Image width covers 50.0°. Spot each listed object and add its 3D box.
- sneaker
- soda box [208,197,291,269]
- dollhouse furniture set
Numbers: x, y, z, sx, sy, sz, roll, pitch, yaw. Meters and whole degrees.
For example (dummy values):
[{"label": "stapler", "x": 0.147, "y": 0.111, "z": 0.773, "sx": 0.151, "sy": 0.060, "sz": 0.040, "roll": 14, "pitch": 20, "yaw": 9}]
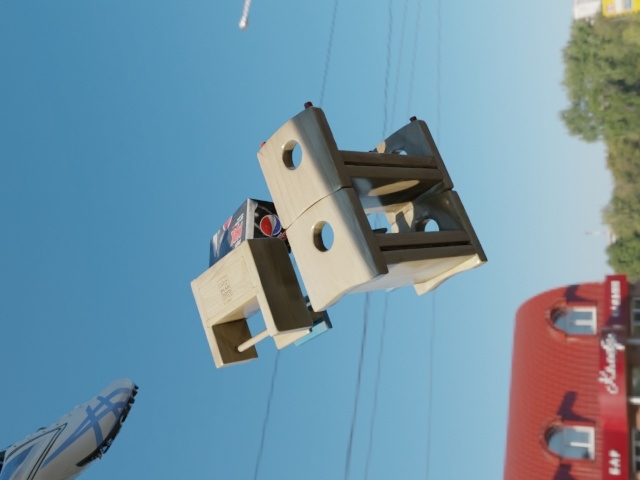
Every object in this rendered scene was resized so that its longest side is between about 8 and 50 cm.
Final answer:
[{"label": "sneaker", "x": -0.270, "y": 0.213, "z": 0.689, "sx": 0.086, "sy": 0.085, "sz": 0.237, "roll": 38, "pitch": -140, "yaw": 1}, {"label": "soda box", "x": -0.085, "y": 0.006, "z": 0.796, "sx": 0.053, "sy": 0.169, "sz": 0.060, "roll": 8, "pitch": -109, "yaw": -21}, {"label": "dollhouse furniture set", "x": 0.000, "y": 0.000, "z": 0.537, "sx": 0.129, "sy": 0.184, "sz": 0.129, "roll": -3, "pitch": -113, "yaw": -45}]
